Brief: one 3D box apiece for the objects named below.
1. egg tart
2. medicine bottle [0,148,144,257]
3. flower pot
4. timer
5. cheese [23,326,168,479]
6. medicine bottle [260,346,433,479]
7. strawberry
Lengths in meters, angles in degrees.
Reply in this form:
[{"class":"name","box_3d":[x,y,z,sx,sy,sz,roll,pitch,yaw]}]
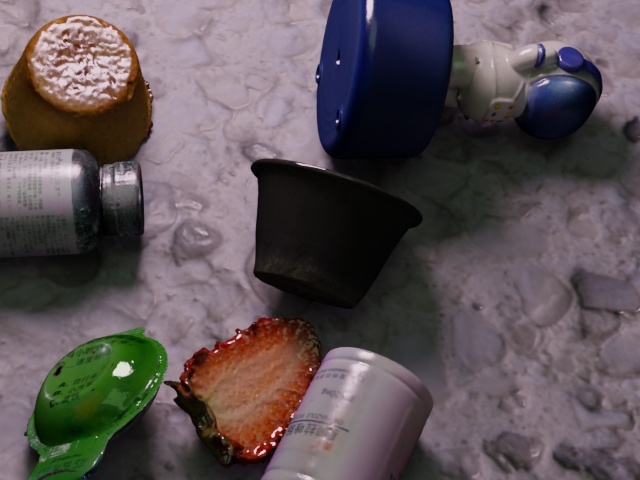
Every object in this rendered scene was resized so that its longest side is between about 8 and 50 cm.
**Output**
[{"class":"egg tart","box_3d":[-0.329,-0.204,2.082,0.215,0.171,0.215,4,72,-12]},{"class":"medicine bottle","box_3d":[-0.381,-0.048,2.005,0.293,0.141,0.141,-2,60,-3]},{"class":"flower pot","box_3d":[0.000,0.000,1.969,0.235,0.235,0.148,17,79,8]},{"class":"timer","box_3d":[0.204,-0.225,2.087,0.384,0.270,0.270,7,59,-11]},{"class":"cheese","box_3d":[-0.286,0.219,1.842,0.204,0.083,0.320,-16,34,26]},{"class":"medicine bottle","box_3d":[0.020,0.273,1.829,0.152,0.152,0.254,23,61,11]},{"class":"strawberry","box_3d":[-0.084,0.196,1.917,0.208,0.087,0.167,-24,75,-29]}]
